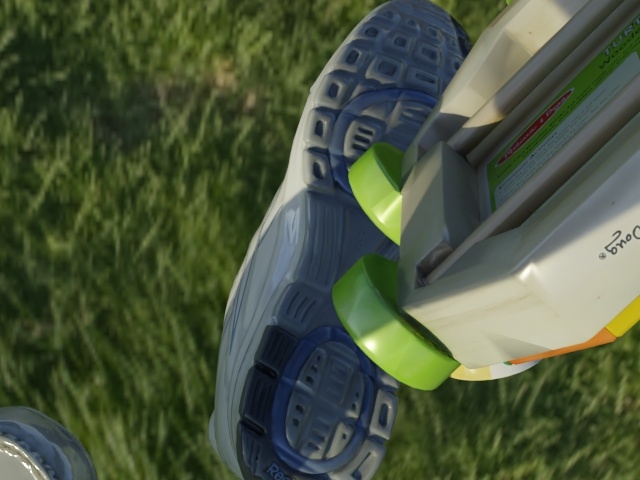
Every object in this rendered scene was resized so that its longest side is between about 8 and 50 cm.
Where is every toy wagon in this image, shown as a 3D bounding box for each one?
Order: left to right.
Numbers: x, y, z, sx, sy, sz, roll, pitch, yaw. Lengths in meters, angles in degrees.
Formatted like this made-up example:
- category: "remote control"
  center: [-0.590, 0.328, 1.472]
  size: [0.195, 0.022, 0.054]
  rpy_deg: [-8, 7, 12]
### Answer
- category: "toy wagon"
  center: [0.122, -0.087, 0.761]
  size: [0.068, 0.267, 0.344]
  rpy_deg: [41, 20, -13]

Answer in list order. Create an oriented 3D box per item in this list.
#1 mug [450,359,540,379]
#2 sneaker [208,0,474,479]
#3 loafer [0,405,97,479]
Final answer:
- category: "mug"
  center: [0.084, 0.038, 1.030]
  size: [0.078, 0.064, 0.062]
  rpy_deg: [-28, 26, -38]
- category: "sneaker"
  center: [0.000, 0.000, 1.051]
  size: [0.111, 0.129, 0.297]
  rpy_deg: [27, 77, -22]
- category: "loafer"
  center: [-0.211, 0.214, 0.845]
  size: [0.112, 0.111, 0.319]
  rpy_deg: [35, 99, 11]
